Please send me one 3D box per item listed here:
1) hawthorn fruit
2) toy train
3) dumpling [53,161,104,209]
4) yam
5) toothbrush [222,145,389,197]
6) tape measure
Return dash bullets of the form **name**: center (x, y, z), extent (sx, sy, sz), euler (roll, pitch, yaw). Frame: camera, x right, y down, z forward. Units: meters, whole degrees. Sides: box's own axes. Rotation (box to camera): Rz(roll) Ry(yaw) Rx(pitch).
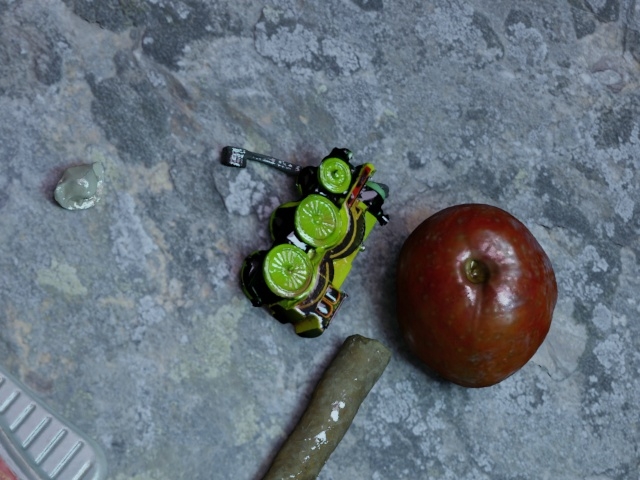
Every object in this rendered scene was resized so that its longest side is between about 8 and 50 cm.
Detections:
- **hawthorn fruit**: center (0.234, 0.080, 2.084), extent (0.284, 0.284, 0.284), euler (10, 68, -26)
- **toy train**: center (0.000, 0.000, 2.053), extent (0.160, 0.100, 0.296), euler (36, 67, -16)
- **dumpling**: center (-0.346, -0.078, 1.936), extent (0.052, 0.057, 0.076), euler (7, 37, 11)
- **yam**: center (-0.007, 0.284, 1.975), extent (0.081, 0.081, 0.356), euler (42, 56, -10)
- **toothbrush**: center (-0.019, -0.104, 2.131), extent (0.297, 0.030, 0.030), euler (12, 76, -25)
- **tape measure**: center (-0.423, 0.291, 1.708), extent (0.258, 0.130, 0.265), euler (40, 61, -3)
